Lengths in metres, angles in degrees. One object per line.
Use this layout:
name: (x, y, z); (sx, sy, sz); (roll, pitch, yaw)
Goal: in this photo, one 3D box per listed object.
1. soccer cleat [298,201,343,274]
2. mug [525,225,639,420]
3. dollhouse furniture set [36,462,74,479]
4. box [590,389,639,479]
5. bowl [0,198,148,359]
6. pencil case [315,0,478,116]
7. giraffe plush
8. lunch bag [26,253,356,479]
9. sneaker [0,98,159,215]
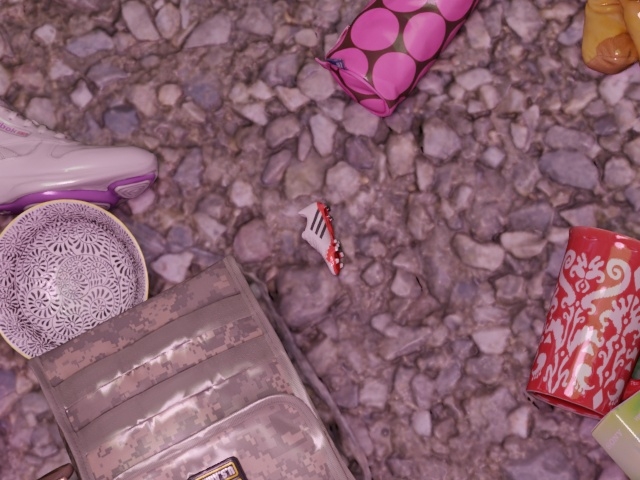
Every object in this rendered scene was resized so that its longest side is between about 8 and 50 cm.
soccer cleat: (0.000, 0.000, 2.051); (0.035, 0.029, 0.083); (-19, 70, 11)
mug: (0.286, 0.088, 1.943); (0.150, 0.113, 0.169); (16, 80, 31)
dollhouse furniture set: (-0.279, 0.438, 1.930); (0.303, 0.174, 0.355); (-29, 94, 12)
box: (0.439, 0.236, 1.858); (0.232, 0.058, 0.322); (-30, 69, -35)
bowl: (-0.250, 0.044, 2.033); (0.170, 0.080, 0.170); (0, 89, 8)
pencil case: (0.093, -0.236, 2.074); (0.098, 0.095, 0.209); (34, 79, 30)
giraffe plush: (0.326, -0.286, 2.013); (0.181, 0.170, 0.210); (-26, 73, 0)
lunch bag: (-0.115, 0.200, 1.912); (0.235, 0.169, 0.287); (-27, 61, -4)
sneaker: (-0.320, -0.095, 2.070); (0.305, 0.114, 0.152); (-2, 76, 6)
